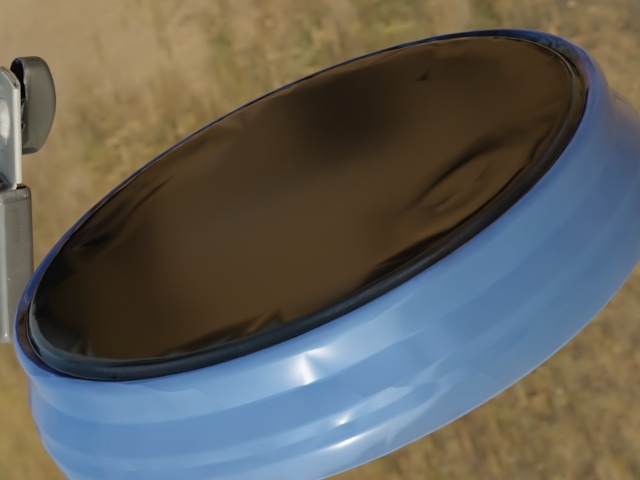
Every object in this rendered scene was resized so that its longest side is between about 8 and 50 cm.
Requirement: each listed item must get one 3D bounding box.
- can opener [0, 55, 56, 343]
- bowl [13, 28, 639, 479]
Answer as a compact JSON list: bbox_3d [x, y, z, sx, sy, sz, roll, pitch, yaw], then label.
[{"bbox_3d":[-0.298,-0.042,1.968,0.076,0.095,0.283,24,120,49],"label":"can opener"},{"bbox_3d":[0.000,0.000,1.131,0.391,0.391,0.077,24,144,61],"label":"bowl"}]
